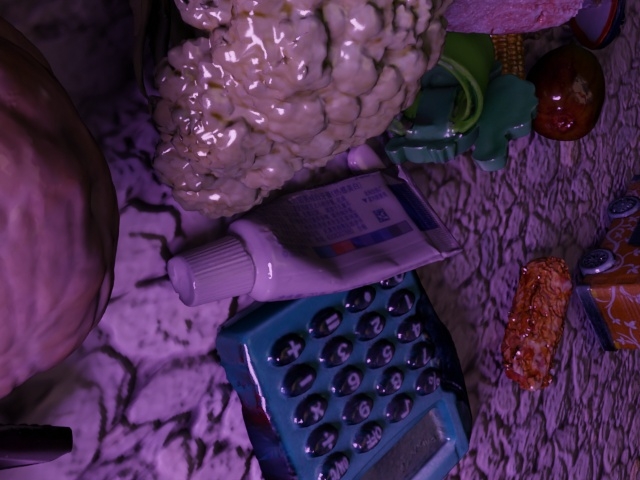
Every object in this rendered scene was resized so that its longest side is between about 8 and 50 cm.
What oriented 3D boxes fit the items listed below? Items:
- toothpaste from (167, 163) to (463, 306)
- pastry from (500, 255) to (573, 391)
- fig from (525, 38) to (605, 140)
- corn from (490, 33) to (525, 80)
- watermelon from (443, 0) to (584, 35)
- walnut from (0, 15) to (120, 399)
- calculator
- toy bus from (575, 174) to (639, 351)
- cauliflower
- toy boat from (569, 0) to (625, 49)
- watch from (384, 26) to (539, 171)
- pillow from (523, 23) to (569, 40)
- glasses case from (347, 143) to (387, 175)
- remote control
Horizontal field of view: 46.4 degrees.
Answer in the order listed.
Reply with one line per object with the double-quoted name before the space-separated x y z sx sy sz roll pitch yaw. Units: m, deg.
"toothpaste" 0.000 -0.002 0.648 0.282 0.068 0.099 -16 93 -38
"pastry" 0.261 0.102 0.917 0.087 0.063 0.169 31 70 -29
"fig" 0.319 -0.204 0.971 0.109 0.103 0.155 91 17 -50
"corn" 0.196 -0.228 0.864 0.080 0.080 0.238 9 78 -44
"watermelon" 0.139 -0.217 0.629 0.180 0.094 0.081 3 39 -12
"walnut" -0.202 -0.016 0.356 0.224 0.224 0.224 4 84 -44
"calculator" 0.042 0.143 0.697 0.248 0.058 0.274 -31 107 -42
"toy bus" 0.497 0.022 1.078 0.275 0.167 0.138 -50 120 -35
"cauliflower" -0.035 -0.179 0.531 0.281 0.327 0.260 51 18 28
"toy boat" 0.345 -0.411 1.012 0.318 0.072 0.219 52 43 -35
"watch" 0.117 -0.160 0.719 0.152 0.165 0.131 57 47 -46
"pillow" 0.256 -0.354 0.948 0.119 0.053 0.208 -35 109 -40
"glasses case" 0.055 -0.061 0.750 0.083 0.021 0.032 52 53 -29
"remote control" -0.223 0.113 0.395 0.212 0.059 0.028 26 49 -61
